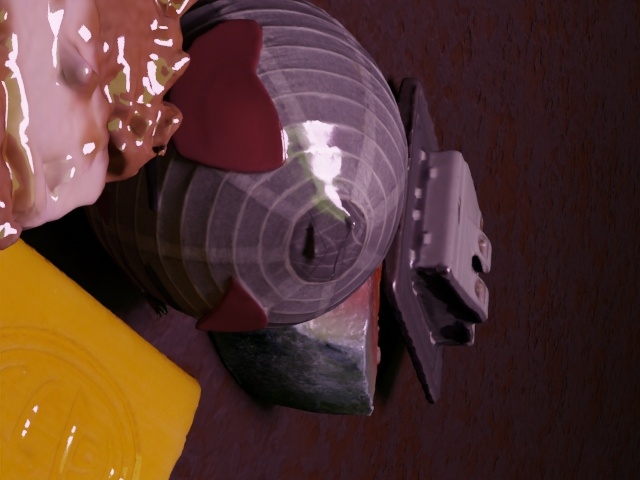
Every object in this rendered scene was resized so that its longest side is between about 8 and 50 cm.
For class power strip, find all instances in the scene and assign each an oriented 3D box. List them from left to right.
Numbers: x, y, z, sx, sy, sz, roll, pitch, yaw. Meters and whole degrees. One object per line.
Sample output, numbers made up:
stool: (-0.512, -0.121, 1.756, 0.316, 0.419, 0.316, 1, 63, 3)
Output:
power strip: (0.126, 0.004, 1.385, 0.251, 0.092, 0.256, 56, 35, -51)

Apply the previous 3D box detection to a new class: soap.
soap: (-0.203, 0.114, 0.823, 0.324, 0.096, 0.204, 49, 54, -56)

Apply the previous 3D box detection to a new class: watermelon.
watermelon: (0.000, 0.000, 1.187, 0.193, 0.140, 0.256, 71, 29, -54)

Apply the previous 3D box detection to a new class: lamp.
lamp: (-0.050, -0.055, 0.925, 0.233, 0.233, 0.265, -55, 145, -41)

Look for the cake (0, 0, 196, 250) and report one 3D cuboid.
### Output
cake: (-0.232, -0.119, 0.519, 0.290, 0.282, 0.255, -18, 106, -59)
